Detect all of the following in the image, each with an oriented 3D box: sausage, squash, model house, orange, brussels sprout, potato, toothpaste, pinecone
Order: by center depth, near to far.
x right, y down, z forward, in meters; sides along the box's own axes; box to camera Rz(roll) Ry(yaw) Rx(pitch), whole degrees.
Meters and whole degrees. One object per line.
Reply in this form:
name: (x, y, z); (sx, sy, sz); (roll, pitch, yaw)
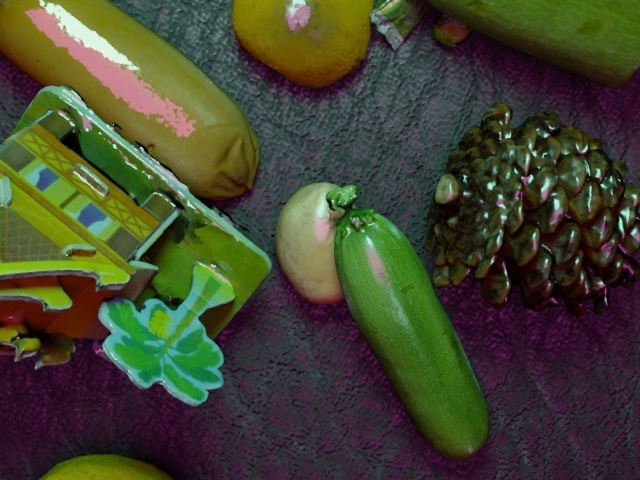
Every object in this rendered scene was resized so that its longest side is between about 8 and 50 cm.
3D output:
model house: (-0.269, 0.066, 1.264); (0.357, 0.313, 0.242); (40, 123, -5)
squash: (0.229, -0.316, 1.287); (0.308, 0.210, 0.234); (24, 129, 3)
pinecone: (0.238, -0.027, 1.326); (0.272, 0.224, 0.224); (11, 95, -26)
squash: (0.100, 0.103, 1.350); (0.101, 0.101, 0.379); (-25, 112, 2)
orange: (-0.021, -0.252, 1.366); (0.169, 0.112, 0.160); (-19, 95, 13)
sausage: (-0.212, -0.174, 1.369); (0.354, 0.116, 0.134); (36, 79, -6)
toothpaste: (0.151, -0.330, 1.380); (0.248, 0.078, 0.047); (-48, 54, 1)
potato: (0.000, 0.003, 1.385); (0.112, 0.112, 0.147); (-8, 102, 1)
brussels sprout: (0.163, -0.264, 1.388); (0.046, 0.051, 0.083); (26, 96, -34)

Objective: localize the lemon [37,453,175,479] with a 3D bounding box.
lemon: (-0.240, 0.341, 1.369); (0.256, 0.188, 0.188); (16, 94, 0)
